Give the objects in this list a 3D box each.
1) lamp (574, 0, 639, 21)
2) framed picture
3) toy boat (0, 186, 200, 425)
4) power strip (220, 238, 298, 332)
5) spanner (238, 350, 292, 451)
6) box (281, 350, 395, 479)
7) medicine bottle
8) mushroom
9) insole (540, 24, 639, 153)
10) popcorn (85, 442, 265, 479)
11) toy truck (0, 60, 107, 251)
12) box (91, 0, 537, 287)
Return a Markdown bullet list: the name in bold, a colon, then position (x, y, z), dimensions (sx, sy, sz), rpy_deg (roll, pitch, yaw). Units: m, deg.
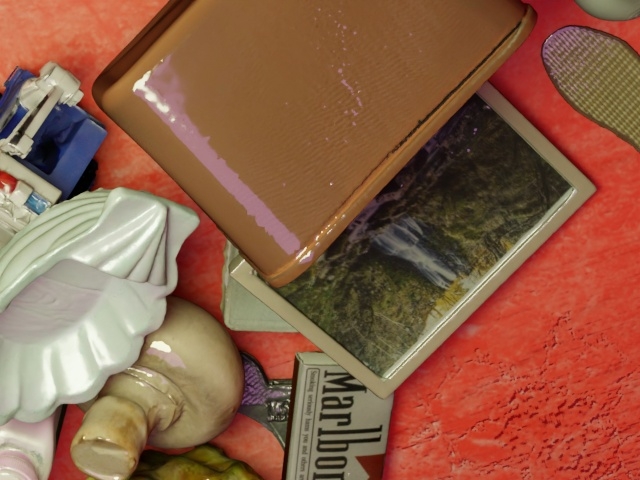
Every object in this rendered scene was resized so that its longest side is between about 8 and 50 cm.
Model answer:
- **lamp**: position (0.284, -0.260, 1.550), dimensions (0.105, 0.105, 0.105), rpy_deg (0, 115, 0)
- **framed picture**: position (0.096, -0.013, 1.666), dimensions (0.324, 0.020, 0.240), rpy_deg (-44, 116, 7)
- **toy boat**: position (-0.240, 0.050, 1.524), dimensions (0.290, 0.100, 0.199), rpy_deg (-46, 145, 21)
- **power strip**: position (0.000, 0.000, 1.695), dimensions (0.213, 0.064, 0.198), rpy_deg (3, 113, -14)
- **spanner**: position (-0.021, 0.254, 1.836), dimensions (0.093, 0.026, 0.325), rpy_deg (-23, 114, 8)
- **box**: position (0.020, 0.207, 1.790), dimensions (0.115, 0.036, 0.177), rpy_deg (0, 111, -17)
- **medicine bottle**: position (-0.315, 0.210, 1.710), dimensions (0.078, 0.219, 0.115), rpy_deg (22, 112, -10)
- **mushroom**: position (-0.174, 0.155, 1.690), dimensions (0.206, 0.209, 0.206), rpy_deg (-9, 145, -6)
- **insole**: position (0.326, -0.130, 1.666), dimensions (0.253, 0.005, 0.086), rpy_deg (40, 110, -17)
- **popcorn**: position (-0.141, 0.347, 1.762), dimensions (0.293, 0.293, 0.237), rpy_deg (13, 96, -6)
- **toy truck**: position (-0.299, -0.060, 1.589), dimensions (0.161, 0.177, 0.213), rpy_deg (35, 69, -19)
- **box**: position (-0.019, -0.168, 1.487), dimensions (0.229, 0.239, 0.339), rpy_deg (44, 88, -14)
